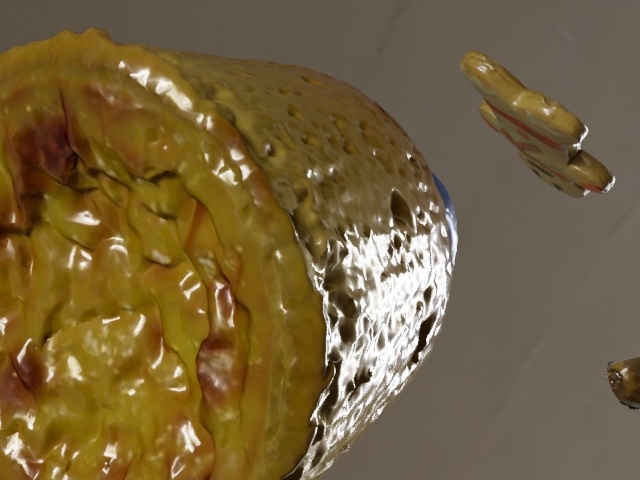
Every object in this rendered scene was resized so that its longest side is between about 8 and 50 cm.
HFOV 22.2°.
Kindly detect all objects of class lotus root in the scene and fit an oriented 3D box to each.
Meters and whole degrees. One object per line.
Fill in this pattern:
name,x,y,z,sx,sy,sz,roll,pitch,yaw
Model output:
lotus root,0.243,0.102,1.188,0.083,0.037,0.030,2,-17,-43

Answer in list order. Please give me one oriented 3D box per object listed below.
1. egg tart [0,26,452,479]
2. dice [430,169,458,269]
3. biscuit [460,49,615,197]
egg tart,-0.048,0.015,0.635,0.147,0.202,0.203,-19,-42,-56
dice,0.000,0.000,1.154,0.143,0.146,0.146,2,-56,-41
biscuit,0.209,-0.095,1.543,0.030,0.153,0.234,-50,-23,-4
